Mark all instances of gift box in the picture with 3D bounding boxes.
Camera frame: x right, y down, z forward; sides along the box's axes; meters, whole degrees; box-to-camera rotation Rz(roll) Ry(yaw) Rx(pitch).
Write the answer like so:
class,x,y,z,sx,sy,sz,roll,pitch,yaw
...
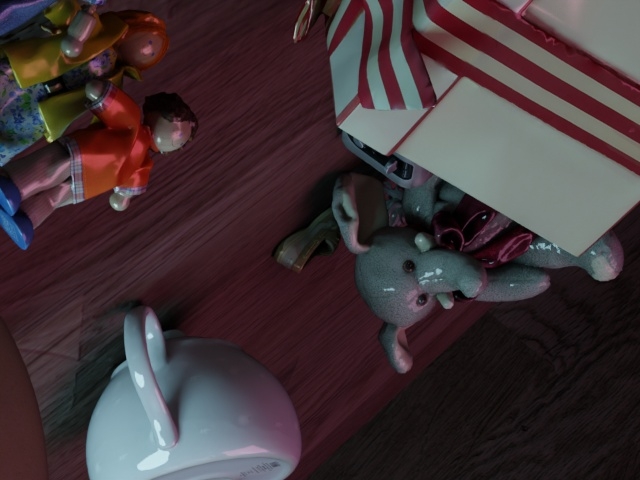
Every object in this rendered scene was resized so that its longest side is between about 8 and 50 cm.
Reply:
class,x,y,z,sx,sy,sz,roll,pitch,yaw
gift box,0.150,-0.170,0.890,0.255,0.258,0.276,-50,-154,25

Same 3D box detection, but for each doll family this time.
class,x,y,z,sx,sy,sz,roll,pitch,yaw
doll family,-0.155,-0.135,0.748,0.163,0.118,0.263,-33,142,-25

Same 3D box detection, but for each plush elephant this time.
class,x,y,z,sx,sy,sz,roll,pitch,yaw
plush elephant,0.150,0.006,1.557,0.330,0.271,0.255,-7,-148,40

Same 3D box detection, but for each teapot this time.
class,x,y,z,sx,sy,sz,roll,pitch,yaw
teapot,-0.149,0.184,1.410,0.253,0.187,0.256,3,151,-37

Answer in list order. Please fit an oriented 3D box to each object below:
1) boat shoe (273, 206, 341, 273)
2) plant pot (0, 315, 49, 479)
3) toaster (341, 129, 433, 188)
class,x,y,z,sx,sy,sz,roll,pitch,yaw
boat shoe,0.000,0.000,1.597,0.135,0.045,0.050,-37,162,-35
plant pot,-0.305,0.171,0.906,0.284,0.191,0.284,-43,165,-14
toaster,0.117,-0.164,1.381,0.186,0.110,0.168,-43,165,-17
